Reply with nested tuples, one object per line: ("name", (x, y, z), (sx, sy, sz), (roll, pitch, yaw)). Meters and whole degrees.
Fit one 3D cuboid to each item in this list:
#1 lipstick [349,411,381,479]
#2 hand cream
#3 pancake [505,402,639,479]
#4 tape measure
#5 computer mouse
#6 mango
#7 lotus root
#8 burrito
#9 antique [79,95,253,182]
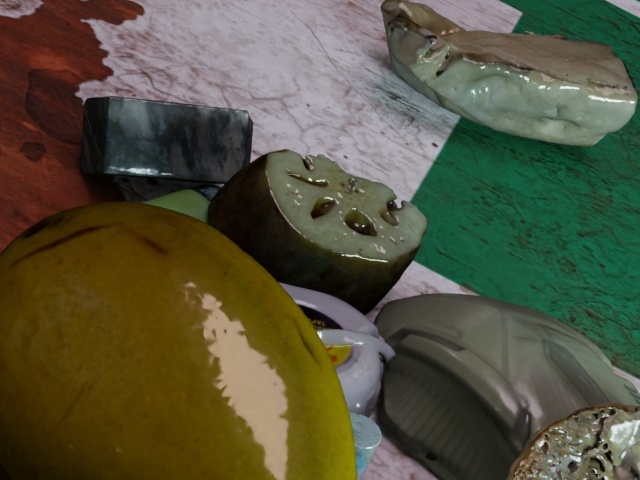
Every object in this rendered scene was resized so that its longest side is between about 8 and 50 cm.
("lipstick", (0.009, 0.229, 1.753), (0.048, 0.158, 0.048), (15, 38, -12))
("hand cream", (-0.166, -0.017, 2.058), (0.175, 0.046, 0.095), (-23, 60, -40))
("pancake", (0.320, 0.329, 1.781), (0.387, 0.082, 0.386), (15, 58, -25))
("tape measure", (-0.039, 0.124, 1.887), (0.236, 0.120, 0.197), (13, 33, -6))
("computer mouse", (0.228, 0.181, 1.957), (0.429, 0.145, 0.228), (42, 37, 22))
("mango", (-0.139, 0.149, 1.678), (0.301, 0.220, 0.445), (-35, 57, -7))
("lotus root", (0.000, 0.000, 2.047), (0.235, 0.119, 0.138), (22, 47, -20))
("burrito", (0.231, -0.216, 2.456), (0.332, 0.135, 0.190), (12, 29, -12))
("antique", (-0.169, -0.111, 2.107), (0.183, 0.086, 0.088), (4, 1, -26))
